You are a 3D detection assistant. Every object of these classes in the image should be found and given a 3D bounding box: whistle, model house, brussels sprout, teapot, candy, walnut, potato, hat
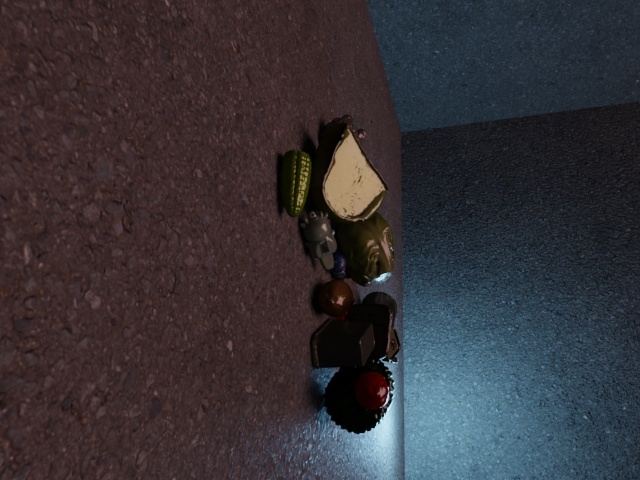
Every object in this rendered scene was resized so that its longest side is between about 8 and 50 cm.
[{"bbox_3d":[0.002,0.000,1.640,0.105,0.102,0.253,-77,154,-51],"label":"whistle"},{"bbox_3d":[0.245,0.395,1.940,0.279,0.205,0.218,33,61,-51],"label":"model house"},{"bbox_3d":[0.186,0.021,1.979,0.328,0.247,0.327,-18,90,-85],"label":"brussels sprout"},{"bbox_3d":[0.268,0.367,2.246,0.337,0.201,0.270,-64,156,-61],"label":"teapot"},{"bbox_3d":[-0.078,-0.171,1.443,0.097,0.097,0.209,39,52,-67],"label":"candy"},{"bbox_3d":[0.059,0.210,1.737,0.245,0.137,0.137,-5,91,-73],"label":"walnut"},{"bbox_3d":[0.048,-0.203,1.731,0.330,0.213,0.280,49,61,-29],"label":"potato"},{"bbox_3d":[0.139,0.524,1.634,0.332,0.242,0.274,92,18,-69],"label":"hat"}]

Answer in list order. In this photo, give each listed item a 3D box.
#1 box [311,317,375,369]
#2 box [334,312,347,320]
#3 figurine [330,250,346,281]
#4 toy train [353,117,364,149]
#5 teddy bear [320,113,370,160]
[{"bbox_3d":[0.090,0.373,1.716,0.274,0.178,0.138,-24,110,-71],"label":"box"},{"bbox_3d":[0.112,0.349,1.973,0.152,0.048,0.100,68,30,-25],"label":"box"},{"bbox_3d":[0.065,0.108,1.887,0.087,0.086,0.149,-51,152,-31],"label":"figurine"},{"bbox_3d":[0.129,-0.441,2.140,0.203,0.112,0.163,68,19,-47],"label":"toy train"},{"bbox_3d":[0.104,-0.382,1.957,0.236,0.151,0.267,-46,145,-24],"label":"teddy bear"}]
